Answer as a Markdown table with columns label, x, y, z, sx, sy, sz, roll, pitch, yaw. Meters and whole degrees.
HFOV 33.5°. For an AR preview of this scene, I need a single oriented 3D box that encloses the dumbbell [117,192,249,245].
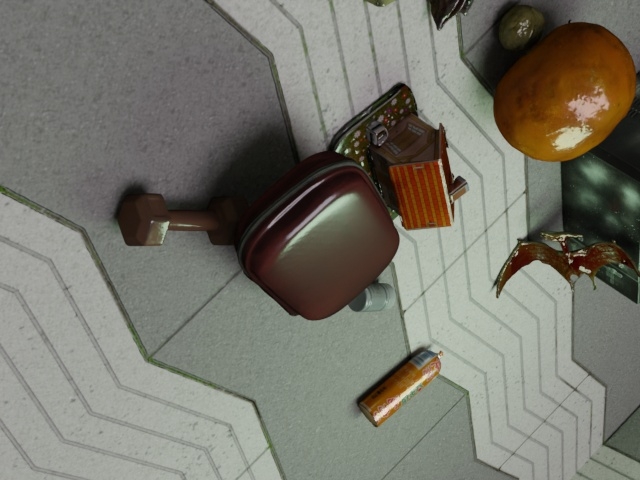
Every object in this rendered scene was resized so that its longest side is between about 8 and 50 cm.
| label | x | y | z | sx | sy | sz | roll | pitch | yaw |
| --- | --- | --- | --- | --- | --- | --- | --- | --- | --- |
| dumbbell | -0.210 | -0.032 | 1.691 | 0.230 | 0.092 | 0.082 | -1 | 153 | -46 |

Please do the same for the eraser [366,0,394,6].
| label | x | y | z | sx | sy | sz | roll | pitch | yaw |
| --- | --- | --- | --- | --- | --- | --- | --- | --- | --- |
| eraser | 0.073 | -0.451 | 1.593 | 0.058 | 0.117 | 0.172 | -28 | 138 | -26 |

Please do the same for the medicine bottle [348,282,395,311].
| label | x | y | z | sx | sy | sz | roll | pitch | yaw |
| --- | --- | --- | --- | --- | --- | --- | --- | --- | --- |
| medicine bottle | 0.103 | 0.116 | 2.157 | 0.091 | 0.058 | 0.058 | 1 | 120 | -46 |

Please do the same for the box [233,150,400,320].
| label | x | y | z | sx | sy | sz | roll | pitch | yaw |
| --- | --- | --- | --- | --- | --- | --- | --- | --- | --- |
| box | 0.000 | 0.000 | 1.800 | 0.263 | 0.108 | 0.404 | -41 | 155 | -2 |

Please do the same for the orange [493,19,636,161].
| label | x | y | z | sx | sy | sz | roll | pitch | yaw |
| --- | --- | --- | --- | --- | --- | --- | --- | --- | --- |
| orange | 0.465 | -0.278 | 2.021 | 0.284 | 0.226 | 0.284 | -42 | 177 | -3 |

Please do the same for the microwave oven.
| label | x | y | z | sx | sy | sz | roll | pitch | yaw |
| --- | --- | --- | --- | --- | --- | --- | --- | --- | --- |
| microwave oven | 0.760 | -0.130 | 2.472 | 0.374 | 0.236 | 0.432 | -36 | 141 | -17 |

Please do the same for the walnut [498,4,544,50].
| label | x | y | z | sx | sy | sz | roll | pitch | yaw |
| --- | --- | --- | --- | --- | --- | --- | --- | --- | --- |
| walnut | 0.374 | -0.396 | 1.981 | 0.092 | 0.092 | 0.092 | -27 | 137 | -28 |

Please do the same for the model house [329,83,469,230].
| label | x | y | z | sx | sy | sz | roll | pitch | yaw |
| --- | --- | --- | --- | --- | --- | --- | --- | --- | --- |
| model house | 0.157 | -0.105 | 1.947 | 0.207 | 0.154 | 0.294 | -40 | 143 | -15 |

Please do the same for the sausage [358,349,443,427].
| label | x | y | z | sx | sy | sz | roll | pitch | yaw |
| --- | --- | --- | --- | --- | --- | --- | --- | --- | --- |
| sausage | 0.193 | 0.326 | 2.421 | 0.234 | 0.071 | 0.071 | -38 | 142 | -16 |

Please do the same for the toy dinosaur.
| label | x | y | z | sx | sy | sz | roll | pitch | yaw |
| --- | --- | --- | --- | --- | --- | --- | --- | --- | --- |
| toy dinosaur | 0.578 | 0.072 | 2.421 | 0.207 | 0.327 | 0.113 | 88 | 21 | -53 |

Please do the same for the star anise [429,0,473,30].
| label | x | y | z | sx | sy | sz | roll | pitch | yaw |
| --- | --- | --- | --- | --- | --- | --- | --- | --- | --- |
| star anise | 0.263 | -0.476 | 1.795 | 0.262 | 0.081 | 0.230 | -49 | 144 | 17 |
